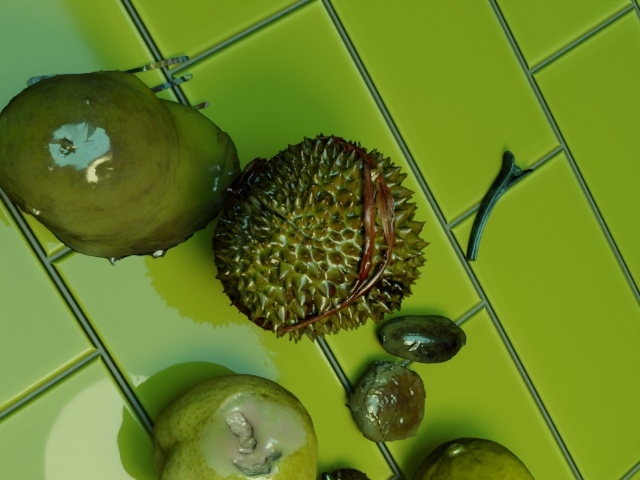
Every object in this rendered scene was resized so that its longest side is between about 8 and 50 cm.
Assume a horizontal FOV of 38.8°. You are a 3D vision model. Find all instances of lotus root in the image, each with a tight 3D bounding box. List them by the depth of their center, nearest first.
[{"bbox_3d":[0.190,0.182,1.668,0.179,0.080,0.089,3,85,-25],"label":"lotus root"}]

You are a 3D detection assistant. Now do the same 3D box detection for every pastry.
[{"bbox_3d":[0.124,0.292,1.634,0.153,0.081,0.153,3,82,-24],"label":"pastry"}]

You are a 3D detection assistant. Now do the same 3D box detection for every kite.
[{"bbox_3d":[-0.327,-0.225,1.491,0.285,0.015,0.152,-20,99,-21],"label":"kite"}]

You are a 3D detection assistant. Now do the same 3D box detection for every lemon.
[{"bbox_3d":[0.278,0.498,1.610,0.245,0.245,0.320,-23,104,-23],"label":"lemon"}]

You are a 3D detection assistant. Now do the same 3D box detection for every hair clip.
[{"bbox_3d":[0.334,-0.064,1.772,0.070,0.039,0.230,35,79,-18],"label":"hair clip"}]

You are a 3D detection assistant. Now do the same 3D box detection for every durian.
[{"bbox_3d":[-0.004,0.002,1.418,0.384,0.347,0.348,-33,105,-66],"label":"durian"}]

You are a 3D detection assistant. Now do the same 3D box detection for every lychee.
[{"bbox_3d":[0.043,0.453,1.577,0.114,0.114,0.147,-32,118,-22],"label":"lychee"}]

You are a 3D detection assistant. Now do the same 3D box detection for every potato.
[{"bbox_3d":[-0.288,-0.105,1.348,0.397,0.296,0.290,19,86,-20],"label":"potato"}]

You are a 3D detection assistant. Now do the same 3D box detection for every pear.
[{"bbox_3d":[-0.134,0.340,1.428,0.271,0.271,0.271,1,88,-24],"label":"pear"}]
